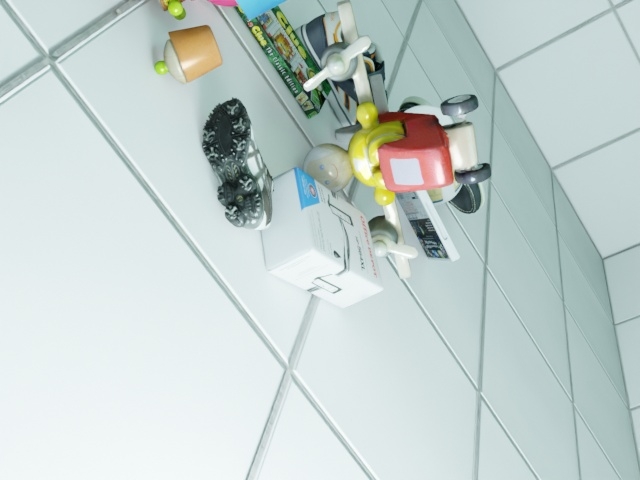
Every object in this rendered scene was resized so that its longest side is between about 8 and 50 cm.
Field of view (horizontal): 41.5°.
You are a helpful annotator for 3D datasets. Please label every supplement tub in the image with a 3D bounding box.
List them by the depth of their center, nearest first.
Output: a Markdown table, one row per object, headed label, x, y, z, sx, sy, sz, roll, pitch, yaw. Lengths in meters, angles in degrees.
| label | x | y | z | sx | sy | sz | roll | pitch | yaw |
| --- | --- | --- | --- | --- | --- | --- | --- | --- | --- |
| supplement tub | 0.222 | -0.175 | 1.757 | 0.199 | 0.144 | 0.144 | 65 | 11 | -62 |

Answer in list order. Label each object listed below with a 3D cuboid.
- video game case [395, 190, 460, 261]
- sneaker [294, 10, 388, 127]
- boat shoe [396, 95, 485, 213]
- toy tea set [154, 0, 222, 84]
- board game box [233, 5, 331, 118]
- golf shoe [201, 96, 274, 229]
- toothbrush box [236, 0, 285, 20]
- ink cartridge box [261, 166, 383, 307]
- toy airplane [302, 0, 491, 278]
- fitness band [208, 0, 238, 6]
| label | x | y | z | sx | sy | sz | roll | pitch | yaw |
| --- | --- | --- | --- | --- | --- | --- | --- | --- | --- |
| video game case | 0.211 | -0.039 | 1.706 | 0.173 | 0.022 | 0.190 | 63 | -7 | -3 |
| sneaker | 0.081 | -0.312 | 1.702 | 0.321 | 0.127 | 0.126 | 56 | 25 | -21 |
| boat shoe | 0.266 | -0.167 | 1.947 | 0.113 | 0.127 | 0.340 | -55 | 129 | -29 |
| toy tea set | -0.250 | -0.375 | 1.175 | 0.200 | 0.124 | 0.336 | 85 | -17 | -74 |
| board game box | -0.070 | -0.360 | 1.567 | 0.259 | 0.030 | 0.136 | 55 | 24 | -20 |
| golf shoe | -0.113 | -0.103 | 1.200 | 0.094 | 0.077 | 0.198 | 35 | 43 | -65 |
| toothbrush box | -0.135 | -0.504 | 1.206 | 0.295 | 0.126 | 0.216 | 50 | 21 | -49 |
| ink cartridge box | 0.000 | 0.000 | 1.289 | 0.203 | 0.086 | 0.148 | 29 | 42 | -50 |
| toy airplane | 0.089 | -0.163 | 1.471 | 0.384 | 0.272 | 0.386 | 96 | -29 | -62 |
| fitness band | -0.194 | -0.525 | 1.392 | 0.291 | 0.054 | 0.209 | 55 | 46 | -16 |
